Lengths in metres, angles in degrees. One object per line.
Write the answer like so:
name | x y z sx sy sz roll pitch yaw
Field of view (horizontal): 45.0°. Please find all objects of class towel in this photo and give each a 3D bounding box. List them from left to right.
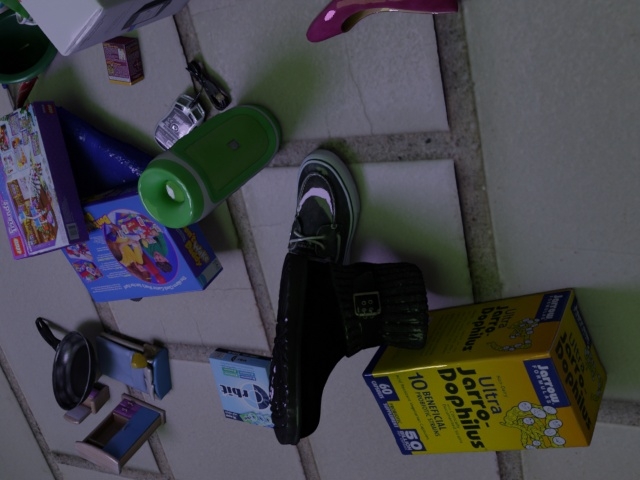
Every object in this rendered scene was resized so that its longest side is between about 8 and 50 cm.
towel | -0.457 -0.142 1.651 0.308 0.076 0.228 30 136 10

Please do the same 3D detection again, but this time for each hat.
hat | -0.591 -0.364 1.609 0.208 0.183 0.173 -13 73 9

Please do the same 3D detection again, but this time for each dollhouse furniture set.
dollhouse furniture set | -0.551 0.377 1.945 0.286 0.198 0.303 17 126 20

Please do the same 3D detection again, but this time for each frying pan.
frying pan | -0.660 0.321 1.984 0.326 0.053 0.197 7 87 47

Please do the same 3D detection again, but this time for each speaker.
speaker | -0.184 -0.137 1.342 0.131 0.296 0.131 14 125 22

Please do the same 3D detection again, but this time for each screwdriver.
screwdriver | -0.678 -0.319 1.672 0.024 0.025 0.170 -9 140 -13

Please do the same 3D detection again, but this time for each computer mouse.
computer mouse | -0.257 -0.247 1.485 0.106 0.042 0.193 43 125 -6

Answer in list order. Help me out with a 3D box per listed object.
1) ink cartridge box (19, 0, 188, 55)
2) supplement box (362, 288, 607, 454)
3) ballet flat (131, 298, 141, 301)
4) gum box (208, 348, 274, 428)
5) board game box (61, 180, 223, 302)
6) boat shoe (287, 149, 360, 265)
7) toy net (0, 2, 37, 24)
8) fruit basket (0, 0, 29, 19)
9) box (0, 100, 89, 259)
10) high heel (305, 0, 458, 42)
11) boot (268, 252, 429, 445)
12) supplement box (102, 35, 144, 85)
ink cartridge box | -0.351 -0.455 1.233 0.131 0.306 0.226 -34 99 39
supplement box | 0.291 0.240 1.374 0.356 0.195 0.194 -15 111 35
ballet flat | -0.474 0.033 1.783 0.084 0.058 0.250 -11 118 36
gum box | -0.169 0.348 1.808 0.157 0.041 0.184 6 122 27
board game box | -0.400 0.005 1.617 0.347 0.078 0.233 -8 119 36
boat shoe | 0.000 0.000 1.439 0.121 0.119 0.335 12 124 23
toy net | -0.630 -0.475 1.518 0.232 0.045 0.122 29 94 14
fruit basket | -0.717 -0.513 1.395 0.392 0.283 0.392 0 88 4
box | -0.590 -0.119 1.591 0.201 0.057 0.293 -12 93 36
high heel | 0.091 -0.345 1.196 0.244 0.082 0.117 -28 93 26
boot | 0.055 0.183 1.323 0.260 0.348 0.131 9 157 -11
supplement box | -0.380 -0.347 1.490 0.055 0.043 0.083 14 126 23
